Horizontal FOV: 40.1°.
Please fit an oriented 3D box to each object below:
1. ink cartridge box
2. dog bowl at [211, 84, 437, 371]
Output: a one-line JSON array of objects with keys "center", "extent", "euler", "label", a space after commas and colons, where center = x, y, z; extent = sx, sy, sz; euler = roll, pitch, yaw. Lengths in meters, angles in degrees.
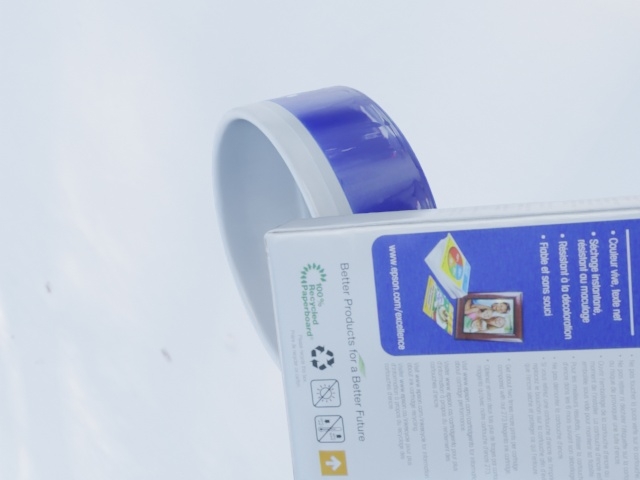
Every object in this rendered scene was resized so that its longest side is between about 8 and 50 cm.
[{"center": [0.156, 0.064, 0.528], "extent": [0.370, 0.069, 0.176], "euler": [-3, 100, 17], "label": "ink cartridge box"}, {"center": [0.000, 0.000, 0.784], "extent": [0.265, 0.104, 0.265], "euler": [48, 147, 44], "label": "dog bowl"}]
